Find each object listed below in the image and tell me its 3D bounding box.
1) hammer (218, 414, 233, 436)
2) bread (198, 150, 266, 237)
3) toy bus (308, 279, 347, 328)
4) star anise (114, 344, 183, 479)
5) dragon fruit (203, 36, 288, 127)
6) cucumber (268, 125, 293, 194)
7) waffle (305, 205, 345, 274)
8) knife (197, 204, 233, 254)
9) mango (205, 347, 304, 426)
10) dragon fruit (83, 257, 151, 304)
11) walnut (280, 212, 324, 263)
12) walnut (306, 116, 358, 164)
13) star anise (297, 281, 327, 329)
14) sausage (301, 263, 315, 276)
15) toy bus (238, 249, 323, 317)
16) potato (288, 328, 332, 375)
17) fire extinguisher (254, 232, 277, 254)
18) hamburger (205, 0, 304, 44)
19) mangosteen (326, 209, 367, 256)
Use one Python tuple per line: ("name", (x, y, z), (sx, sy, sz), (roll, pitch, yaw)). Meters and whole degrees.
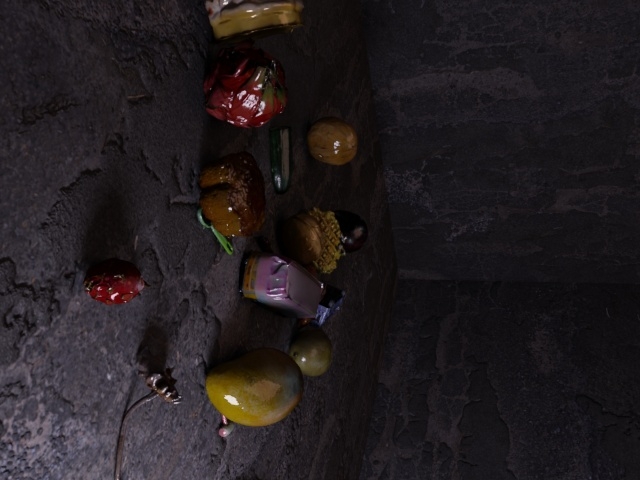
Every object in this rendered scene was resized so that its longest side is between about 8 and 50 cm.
("hammer", (-0.270, 0.508, 1.456), (0.052, 0.031, 0.083), (-28, 110, -73))
("bread", (-0.228, -0.118, 1.391), (0.246, 0.135, 0.231), (49, 36, -66))
("toy bus", (0.009, 0.262, 2.129), (0.133, 0.126, 0.292), (-70, 167, 13))
("star anise", (-0.393, 0.376, 1.106), (0.227, 0.218, 0.148), (-38, 175, -17))
("dragon fruit", (-0.189, -0.400, 1.341), (0.293, 0.234, 0.233), (-153, -123, -68))
("cucumber", (-0.132, -0.286, 1.834), (0.115, 0.063, 0.243), (-28, 117, -69))
("waffle", (-0.002, 0.000, 2.104), (0.262, 0.060, 0.280), (-3, 93, -45))
("knife", (-0.288, -0.019, 1.424), (0.212, 0.015, 0.054), (66, 31, -51))
("mango", (-0.178, 0.419, 1.487), (0.384, 0.199, 0.221), (28, 67, -55))
("dragon fruit", (-0.386, 0.080, 1.023), (0.190, 0.094, 0.094), (15, 75, -76))
("walnut", (-0.065, -0.005, 1.890), (0.159, 0.159, 0.206), (-72, 154, -43))
("walnut", (0.051, -0.411, 2.133), (0.195, 0.222, 0.195), (-36, 140, -38))
("star anise", (-0.066, 0.245, 1.938), (0.053, 0.157, 0.212), (45, -61, 59))
("sausage", (-0.061, 0.147, 2.016), (0.141, 0.076, 0.076), (-65, 150, -49))
("toy bus", (-0.118, 0.148, 1.709), (0.386, 0.163, 0.170), (45, 49, -64))
("potato", (-0.038, 0.428, 1.961), (0.251, 0.159, 0.174), (20, 47, -62))
("fire extinguisher", (-0.175, 0.021, 1.738), (0.173, 0.035, 0.048), (67, 32, -55))
("hamburger", (-0.183, -0.658, 1.369), (0.276, 0.277, 0.236), (-49, 132, -63))
("mangosteen", (0.106, -0.027, 2.308), (0.216, 0.216, 0.215), (0, 90, -72))
